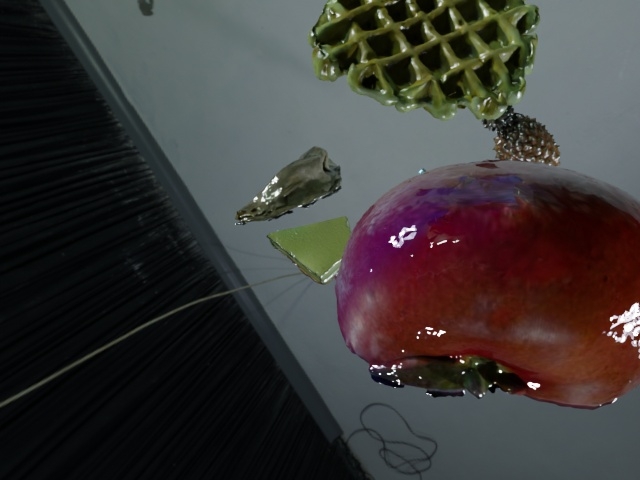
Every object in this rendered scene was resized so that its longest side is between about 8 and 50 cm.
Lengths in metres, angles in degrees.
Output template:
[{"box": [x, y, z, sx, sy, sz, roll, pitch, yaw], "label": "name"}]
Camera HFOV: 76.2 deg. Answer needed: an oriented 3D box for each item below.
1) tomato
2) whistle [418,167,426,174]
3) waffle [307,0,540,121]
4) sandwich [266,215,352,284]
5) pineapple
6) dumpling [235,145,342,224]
[{"box": [0.175, -0.001, 0.425, 0.336, 0.289, 0.176, 4, 132, 17], "label": "tomato"}, {"box": [0.486, -0.246, 1.717, 0.186, 0.274, 0.093, 49, 114, 15], "label": "whistle"}, {"box": [0.085, -0.168, 0.322, 0.170, 0.183, 0.036, 20, 156, 8], "label": "waffle"}, {"box": [0.000, 0.000, 1.196, 0.245, 0.212, 0.063, 37, 155, 35], "label": "sandwich"}, {"box": [0.575, -0.332, 1.223, 0.175, 0.175, 0.361, -29, 115, 30], "label": "pineapple"}, {"box": [-0.041, -0.139, 0.903, 0.166, 0.332, 0.085, 1, 124, 38], "label": "dumpling"}]
